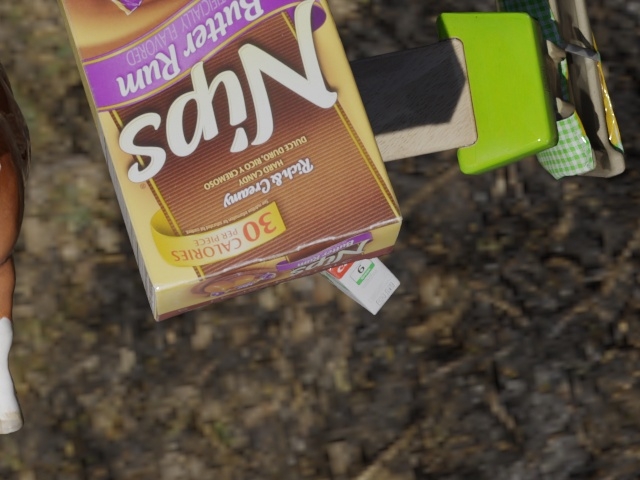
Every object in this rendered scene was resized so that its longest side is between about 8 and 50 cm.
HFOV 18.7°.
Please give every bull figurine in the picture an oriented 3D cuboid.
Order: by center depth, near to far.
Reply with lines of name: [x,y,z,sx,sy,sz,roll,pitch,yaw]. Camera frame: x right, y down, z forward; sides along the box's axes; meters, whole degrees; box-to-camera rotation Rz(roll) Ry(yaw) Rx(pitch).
bull figurine: [-0.199,-0.018,0.994,0.310,0.101,0.188,-102,12,-64]

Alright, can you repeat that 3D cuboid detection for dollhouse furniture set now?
dollhouse furniture set: [0.089,-0.129,1.259,0.151,0.301,0.197,-10,88,17]

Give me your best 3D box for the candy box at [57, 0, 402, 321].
candy box: [-0.046,-0.070,0.830,0.053,0.109,0.186,104,148,-73]

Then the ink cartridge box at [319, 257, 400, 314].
ink cartridge box: [0.000,0.000,1.181,0.063,0.115,0.029,36,86,32]
